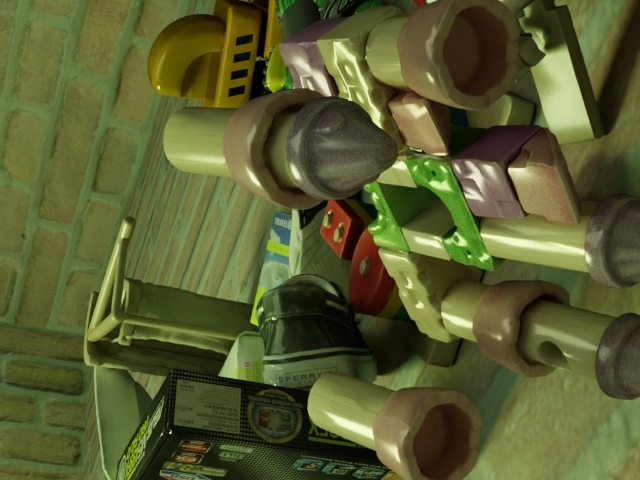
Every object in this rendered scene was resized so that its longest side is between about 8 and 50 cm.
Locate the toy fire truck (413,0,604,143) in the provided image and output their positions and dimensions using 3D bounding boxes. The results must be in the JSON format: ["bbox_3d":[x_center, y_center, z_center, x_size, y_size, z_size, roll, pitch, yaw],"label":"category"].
[{"bbox_3d":[0.161,-0.208,0.871,0.217,0.159,0.246,-22,48,69],"label":"toy fire truck"}]

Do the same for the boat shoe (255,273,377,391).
[{"bbox_3d":[-0.002,0.092,1.096,0.335,0.121,0.119,96,170,-85],"label":"boat shoe"}]

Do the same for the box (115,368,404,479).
[{"bbox_3d":[-0.036,0.208,0.985,0.216,0.270,0.060,124,152,-51],"label":"box"}]

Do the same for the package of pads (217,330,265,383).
[{"bbox_3d":[-0.093,0.293,1.392,0.229,0.101,0.296,119,155,-45],"label":"package of pads"}]

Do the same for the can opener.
[{"bbox_3d":[0.022,-0.172,1.102,0.095,0.076,0.283,-34,36,19],"label":"can opener"}]

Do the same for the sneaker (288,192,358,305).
[{"bbox_3d":[0.000,0.000,1.312,0.086,0.085,0.237,115,162,-58],"label":"sneaker"}]

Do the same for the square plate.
[{"bbox_3d":[-0.219,0.355,1.554,0.344,0.049,0.347,61,178,-24],"label":"square plate"}]

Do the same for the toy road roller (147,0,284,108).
[{"bbox_3d":[-0.122,-0.306,1.578,0.202,0.241,0.329,-128,46,-67],"label":"toy road roller"}]

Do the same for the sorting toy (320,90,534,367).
[{"bbox_3d":[0.083,-0.046,1.062,0.255,0.089,0.257,-126,50,-67],"label":"sorting toy"}]

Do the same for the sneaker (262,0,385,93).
[{"bbox_3d":[0.031,-0.270,1.357,0.146,0.134,0.343,-22,42,26],"label":"sneaker"}]

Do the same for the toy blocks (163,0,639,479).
[{"bbox_3d":[0.123,-0.034,0.662,0.260,0.309,0.288,10,134,52],"label":"toy blocks"}]

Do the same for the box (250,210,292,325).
[{"bbox_3d":[-0.033,0.036,1.417,0.109,0.042,0.178,15,94,58],"label":"box"}]

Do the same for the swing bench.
[{"bbox_3d":[-0.200,0.119,1.575,0.254,0.253,0.165,125,151,-52],"label":"swing bench"}]
